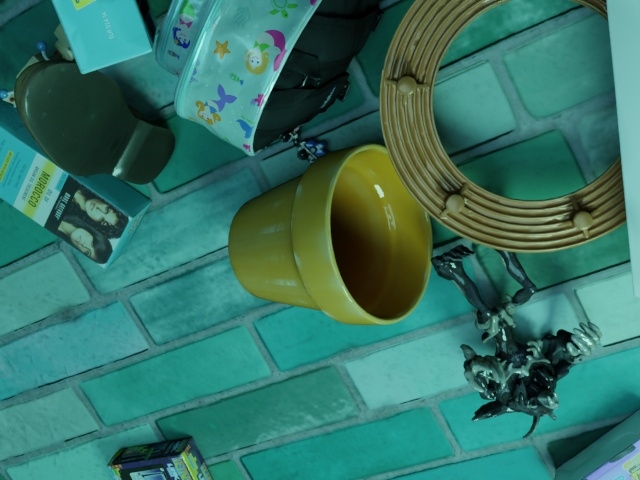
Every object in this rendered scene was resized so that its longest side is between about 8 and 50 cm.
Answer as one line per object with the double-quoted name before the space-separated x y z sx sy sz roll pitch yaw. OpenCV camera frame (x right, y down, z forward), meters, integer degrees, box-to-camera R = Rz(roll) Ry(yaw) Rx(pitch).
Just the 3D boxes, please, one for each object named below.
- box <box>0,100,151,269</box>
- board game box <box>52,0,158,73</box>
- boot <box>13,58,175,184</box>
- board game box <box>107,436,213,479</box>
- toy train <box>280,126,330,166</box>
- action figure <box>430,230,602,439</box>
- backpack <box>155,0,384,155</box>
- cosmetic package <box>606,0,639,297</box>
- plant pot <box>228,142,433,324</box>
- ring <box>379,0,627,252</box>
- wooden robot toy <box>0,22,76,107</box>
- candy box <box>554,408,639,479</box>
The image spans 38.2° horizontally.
"box" -0.357 -0.074 1.241 0.244 0.060 0.100 34 120 0
"board game box" -0.265 -0.359 0.957 0.079 0.254 0.336 -19 110 -2
"boot" -0.280 -0.142 1.062 0.115 0.305 0.112 33 89 14
"board game box" -0.232 0.395 1.436 0.141 0.048 0.170 -14 110 21
"toy train" -0.041 -0.141 1.127 0.158 0.027 0.036 44 109 -5
"action figure" 0.231 0.122 1.094 0.164 0.141 0.276 -27 102 -7
"backpack" -0.056 -0.211 0.957 0.191 0.253 0.225 29 116 1
"cosmetic package" 0.420 -0.117 0.832 0.284 0.097 0.377 4 119 33
"plant pot" 0.000 0.000 1.096 0.188 0.205 0.205 -7 114 39
"ring" 0.229 -0.147 0.982 0.336 0.032 0.337 1 103 6
"wooden robot toy" -0.326 -0.200 1.157 0.173 0.076 0.079 -39 93 30
"candy box" 0.426 0.332 1.179 0.196 0.070 0.165 41 120 -3
